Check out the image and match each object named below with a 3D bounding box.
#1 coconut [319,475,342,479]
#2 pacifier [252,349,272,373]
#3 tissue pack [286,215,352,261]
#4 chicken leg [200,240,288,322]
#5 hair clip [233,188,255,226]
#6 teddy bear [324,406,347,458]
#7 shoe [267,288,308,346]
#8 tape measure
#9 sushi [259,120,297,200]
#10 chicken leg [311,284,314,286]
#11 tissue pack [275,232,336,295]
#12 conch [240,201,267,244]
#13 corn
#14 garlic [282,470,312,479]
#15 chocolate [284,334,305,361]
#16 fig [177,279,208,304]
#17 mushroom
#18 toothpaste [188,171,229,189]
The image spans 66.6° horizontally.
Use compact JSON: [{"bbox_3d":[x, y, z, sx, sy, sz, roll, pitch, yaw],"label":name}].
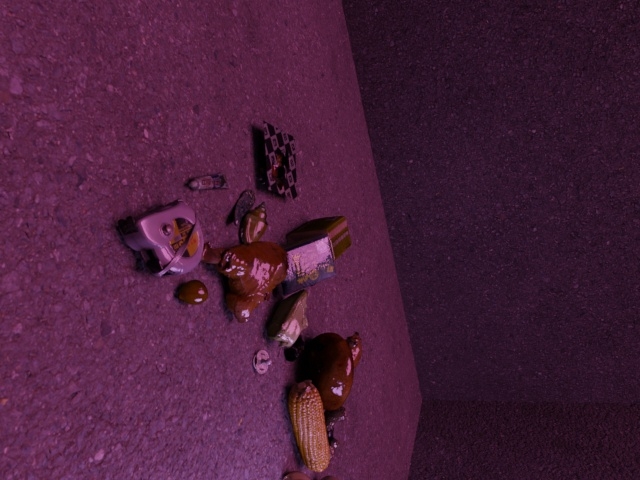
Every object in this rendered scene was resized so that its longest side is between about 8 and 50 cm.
[{"bbox_3d":[0.036,1.090,2.042,0.183,0.171,0.170,-1,85,-71],"label":"coconut"},{"bbox_3d":[-0.204,0.435,1.754,0.068,0.064,0.083,28,56,-44],"label":"pacifier"},{"bbox_3d":[0.000,0.000,2.202,0.275,0.201,0.167,-40,119,-65],"label":"tissue pack"},{"bbox_3d":[-0.262,0.123,1.604,0.409,0.182,0.294,24,78,-57],"label":"chicken leg"},{"bbox_3d":[-0.281,-0.115,1.756,0.229,0.036,0.066,-74,155,-56],"label":"hair clip"},{"bbox_3d":[0.027,0.831,2.133,0.182,0.129,0.251,165,-63,-83],"label":"teddy bear"},{"bbox_3d":[-0.124,0.306,1.913,0.128,0.140,0.262,62,34,-23],"label":"shoe"},{"bbox_3d":[-0.402,-0.002,1.306,0.236,0.120,0.197,-39,115,-59],"label":"tape measure"},{"bbox_3d":[-0.184,-0.324,2.026,0.294,0.059,0.291,11,74,-67],"label":"sushi"},{"bbox_3d":[-0.029,0.131,2.271,0.093,0.053,0.205,22,55,-15],"label":"chicken leg"},{"bbox_3d":[-0.070,0.093,1.971,0.257,0.081,0.185,-19,105,-27],"label":"tissue pack"},{"bbox_3d":[-0.244,-0.055,1.792,0.095,0.080,0.200,43,50,-32],"label":"conch"},{"bbox_3d":[-0.047,0.751,1.966,0.144,0.144,0.386,-37,122,-65],"label":"corn"},{"bbox_3d":[-0.069,0.980,1.872,0.128,0.115,0.206,-37,121,-72],"label":"garlic"},{"bbox_3d":[-0.094,0.449,2.028,0.147,0.070,0.072,-29,116,-62],"label":"chocolate"},{"bbox_3d":[-0.372,0.152,1.410,0.088,0.074,0.073,-6,89,-42],"label":"fig"},{"bbox_3d":[0.072,0.553,2.106,0.345,0.260,0.345,-175,-90,-74],"label":"mushroom"},{"bbox_3d":[-0.359,-0.188,1.583,0.233,0.038,0.060,-29,113,-70],"label":"toothpaste"}]
